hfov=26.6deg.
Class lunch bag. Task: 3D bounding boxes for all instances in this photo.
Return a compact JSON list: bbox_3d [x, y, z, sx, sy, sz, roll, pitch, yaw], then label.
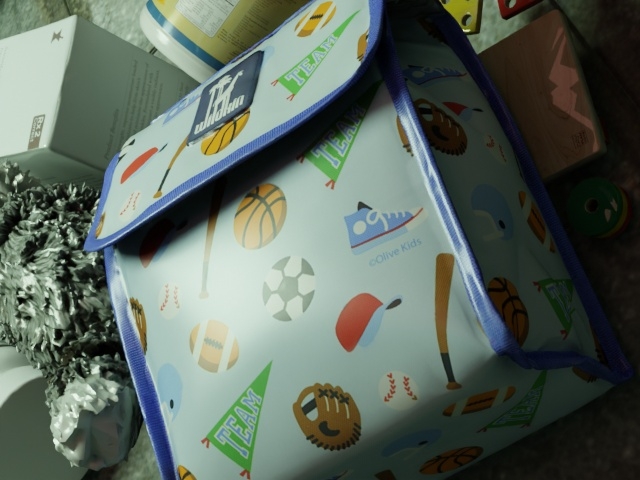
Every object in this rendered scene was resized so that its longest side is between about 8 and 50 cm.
[{"bbox_3d":[0.000,0.000,1.066,0.328,0.239,0.386,-32,61,26],"label":"lunch bag"}]

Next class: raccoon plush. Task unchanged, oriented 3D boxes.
[{"bbox_3d":[-0.286,0.034,1.242,0.446,0.299,0.216,-83,1,-80],"label":"raccoon plush"}]

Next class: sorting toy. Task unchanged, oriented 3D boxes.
[{"bbox_3d":[0.169,-0.108,1.127,0.132,0.046,0.275,-28,63,33],"label":"sorting toy"}]

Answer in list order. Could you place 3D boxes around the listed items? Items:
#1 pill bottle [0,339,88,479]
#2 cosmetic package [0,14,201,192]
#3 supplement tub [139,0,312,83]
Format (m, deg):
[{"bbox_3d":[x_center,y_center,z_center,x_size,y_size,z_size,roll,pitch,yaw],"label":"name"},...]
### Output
[{"bbox_3d":[-0.371,0.184,1.458,0.283,0.161,0.161,11,80,47],"label":"pill bottle"},{"bbox_3d":[-0.254,-0.128,1.464,0.151,0.183,0.151,-8,66,43],"label":"cosmetic package"},{"bbox_3d":[-0.075,-0.261,1.375,0.200,0.144,0.144,-52,44,14],"label":"supplement tub"}]
